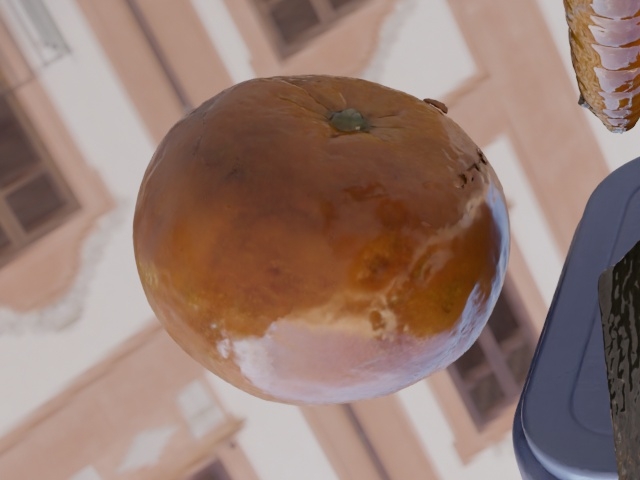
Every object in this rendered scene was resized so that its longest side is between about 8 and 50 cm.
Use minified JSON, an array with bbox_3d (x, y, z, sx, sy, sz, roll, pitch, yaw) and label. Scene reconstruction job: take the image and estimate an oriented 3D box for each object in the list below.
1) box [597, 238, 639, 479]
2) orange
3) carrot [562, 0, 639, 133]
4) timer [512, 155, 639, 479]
[{"bbox_3d":[0.254,0.104,0.907,0.143,0.184,0.273,123,-27,-56],"label":"box"},{"bbox_3d":[0.000,0.000,1.341,0.284,0.226,0.284,6,-154,-3],"label":"orange"},{"bbox_3d":[0.082,-0.105,0.534,0.061,0.256,0.061,-3,-125,4],"label":"carrot"},{"bbox_3d":[0.341,0.098,1.231,0.395,0.173,0.395,-12,-145,9],"label":"timer"}]
